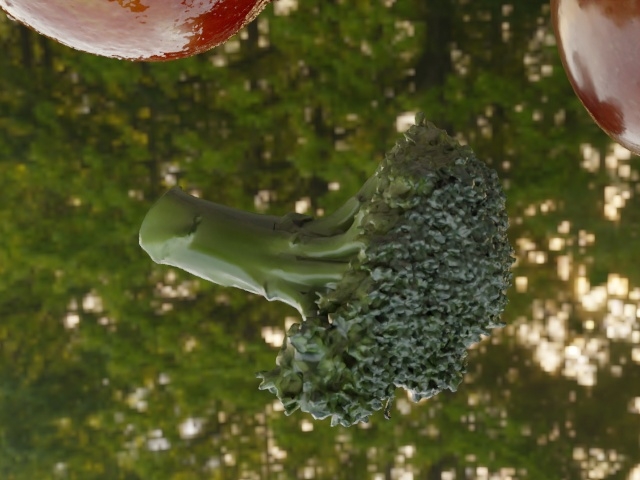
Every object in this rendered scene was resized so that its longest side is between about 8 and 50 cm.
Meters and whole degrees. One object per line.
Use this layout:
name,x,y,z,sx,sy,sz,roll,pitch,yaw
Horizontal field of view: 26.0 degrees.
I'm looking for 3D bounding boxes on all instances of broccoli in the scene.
broccoli,0.030,-0.004,1.518,0.353,0.275,0.397,-7,-161,-34

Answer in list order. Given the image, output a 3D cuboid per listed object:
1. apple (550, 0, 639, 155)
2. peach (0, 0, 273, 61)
apple,0.356,-0.206,1.100,0.348,0.277,0.348,0,172,0
peach,-0.173,-0.332,1.175,0.370,0.370,0.370,-2,-165,1
